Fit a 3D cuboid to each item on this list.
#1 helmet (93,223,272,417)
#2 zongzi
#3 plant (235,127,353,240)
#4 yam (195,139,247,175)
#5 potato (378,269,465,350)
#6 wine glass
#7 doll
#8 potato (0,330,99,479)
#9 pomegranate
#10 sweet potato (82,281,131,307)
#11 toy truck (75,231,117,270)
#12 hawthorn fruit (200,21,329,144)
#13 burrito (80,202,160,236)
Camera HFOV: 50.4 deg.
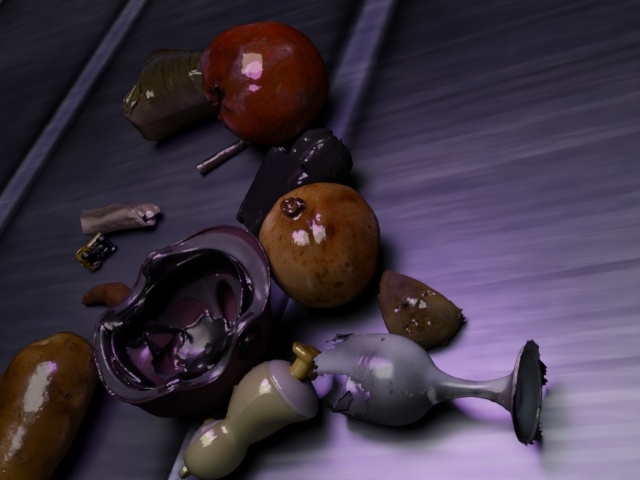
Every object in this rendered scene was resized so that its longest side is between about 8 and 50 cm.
[{"bbox_3d":[-0.203,0.156,1.162,0.271,0.197,0.338,30,71,34],"label":"helmet"},{"bbox_3d":[-0.320,-0.439,1.743,0.322,0.160,0.360,-15,42,11],"label":"zongzi"},{"bbox_3d":[-0.043,-0.099,1.316,0.256,0.142,0.164,-48,45,4],"label":"plant"},{"bbox_3d":[-0.225,-0.193,1.573,0.129,0.033,0.027,-29,21,0],"label":"yam"},{"bbox_3d":[0.130,0.104,1.086,0.172,0.089,0.101,28,75,40],"label":"potato"},{"bbox_3d":[0.150,0.202,0.969,0.321,0.143,0.143,-3,54,31],"label":"wine glass"},{"bbox_3d":[-0.113,0.273,1.063,0.296,0.141,0.117,-35,73,6],"label":"doll"},{"bbox_3d":[-0.534,0.335,1.243,0.195,0.176,0.369,15,65,7],"label":"potato"},{"bbox_3d":[0.000,0.000,1.161,0.215,0.215,0.215,-16,49,19],"label":"pomegranate"},{"bbox_3d":[-0.415,0.129,1.404,0.255,0.058,0.078,16,85,42],"label":"sweet potato"},{"bbox_3d":[-0.513,0.025,1.546,0.054,0.049,0.083,26,70,43],"label":"toy truck"},{"bbox_3d":[-0.123,-0.341,1.468,0.284,0.284,0.284,-16,49,19],"label":"hawthorn fruit"},{"bbox_3d":[-0.470,-0.053,1.571,0.226,0.060,0.087,-6,32,27],"label":"burrito"}]
